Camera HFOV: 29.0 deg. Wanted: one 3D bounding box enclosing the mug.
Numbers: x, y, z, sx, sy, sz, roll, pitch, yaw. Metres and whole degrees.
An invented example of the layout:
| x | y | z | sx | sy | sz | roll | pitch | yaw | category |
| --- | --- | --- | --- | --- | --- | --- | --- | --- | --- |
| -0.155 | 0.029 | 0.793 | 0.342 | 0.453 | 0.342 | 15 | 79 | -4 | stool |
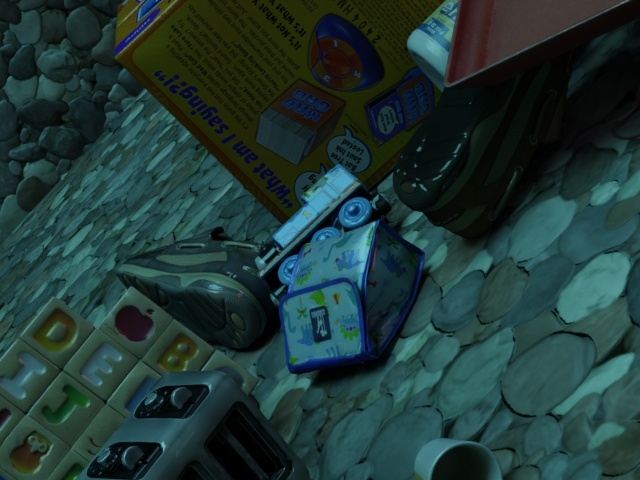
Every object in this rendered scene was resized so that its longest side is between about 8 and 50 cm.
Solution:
| x | y | z | sx | sy | sz | roll | pitch | yaw | category |
| --- | --- | --- | --- | --- | --- | --- | --- | --- | --- |
| 0.100 | 0.192 | 0.992 | 0.078 | 0.062 | 0.064 | -42 | 12 | -10 | mug |

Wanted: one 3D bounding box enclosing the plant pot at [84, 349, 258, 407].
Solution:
| x | y | z | sx | sy | sz | roll | pitch | yaw | category |
| --- | --- | --- | --- | --- | --- | --- | --- | --- | --- |
| -0.201 | 0.196 | 1.376 | 0.201 | 0.180 | 0.201 | -39 | 22 | 19 | plant pot |

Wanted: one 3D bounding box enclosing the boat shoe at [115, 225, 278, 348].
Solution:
| x | y | z | sx | sy | sz | roll | pitch | yaw | category |
| --- | --- | --- | --- | --- | --- | --- | --- | --- | --- |
| -0.149 | 0.058 | 1.646 | 0.130 | 0.132 | 0.355 | -43 | 27 | -24 | boat shoe |

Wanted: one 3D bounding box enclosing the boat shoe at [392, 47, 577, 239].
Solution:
| x | y | z | sx | sy | sz | roll | pitch | yaw | category |
| --- | --- | --- | --- | --- | --- | --- | --- | --- | --- |
| 0.203 | -0.145 | 1.332 | 0.324 | 0.120 | 0.122 | -56 | 28 | -10 | boat shoe |

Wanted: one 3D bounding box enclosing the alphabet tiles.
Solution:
| x | y | z | sx | sy | sz | roll | pitch | yaw | category |
| --- | --- | --- | --- | --- | --- | --- | --- | --- | --- |
| -0.230 | 0.226 | 1.254 | 0.342 | 0.285 | 0.011 | -53 | -3 | -19 | alphabet tiles |

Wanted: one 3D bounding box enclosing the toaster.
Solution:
| x | y | z | sx | sy | sz | roll | pitch | yaw | category |
| --- | --- | --- | --- | --- | --- | --- | --- | --- | --- |
| -0.119 | 0.239 | 1.170 | 0.110 | 0.186 | 0.168 | -15 | 28 | 49 | toaster |

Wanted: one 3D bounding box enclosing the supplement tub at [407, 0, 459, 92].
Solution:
| x | y | z | sx | sy | sz | roll | pitch | yaw | category |
| --- | --- | --- | --- | --- | --- | --- | --- | --- | --- |
| 0.218 | -0.255 | 1.478 | 0.199 | 0.144 | 0.144 | -45 | 21 | 2 | supplement tub |

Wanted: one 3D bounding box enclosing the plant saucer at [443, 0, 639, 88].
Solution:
| x | y | z | sx | sy | sz | roll | pitch | yaw | category |
| --- | --- | --- | --- | --- | --- | --- | --- | --- | --- |
| 0.253 | -0.277 | 1.242 | 0.258 | 0.047 | 0.259 | -23 | 39 | 38 | plant saucer |

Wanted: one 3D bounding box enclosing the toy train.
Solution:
| x | y | z | sx | sy | sz | roll | pitch | yaw | category |
| --- | --- | --- | --- | --- | --- | --- | --- | --- | --- |
| 0.000 | 0.000 | 1.470 | 0.184 | 0.080 | 0.105 | -44 | 48 | -5 | toy train |

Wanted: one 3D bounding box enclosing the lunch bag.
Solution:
| x | y | z | sx | sy | sz | roll | pitch | yaw | category |
| --- | --- | --- | --- | --- | --- | --- | --- | --- | --- |
| 0.027 | 0.068 | 1.322 | 0.128 | 0.096 | 0.151 | -18 | 48 | 46 | lunch bag |

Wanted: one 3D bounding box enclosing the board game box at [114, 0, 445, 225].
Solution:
| x | y | z | sx | sy | sz | roll | pitch | yaw | category |
| --- | --- | --- | --- | --- | --- | --- | --- | --- | --- |
| -0.032 | -0.283 | 1.701 | 0.356 | 0.356 | 0.356 | -42 | 21 | 8 | board game box |
